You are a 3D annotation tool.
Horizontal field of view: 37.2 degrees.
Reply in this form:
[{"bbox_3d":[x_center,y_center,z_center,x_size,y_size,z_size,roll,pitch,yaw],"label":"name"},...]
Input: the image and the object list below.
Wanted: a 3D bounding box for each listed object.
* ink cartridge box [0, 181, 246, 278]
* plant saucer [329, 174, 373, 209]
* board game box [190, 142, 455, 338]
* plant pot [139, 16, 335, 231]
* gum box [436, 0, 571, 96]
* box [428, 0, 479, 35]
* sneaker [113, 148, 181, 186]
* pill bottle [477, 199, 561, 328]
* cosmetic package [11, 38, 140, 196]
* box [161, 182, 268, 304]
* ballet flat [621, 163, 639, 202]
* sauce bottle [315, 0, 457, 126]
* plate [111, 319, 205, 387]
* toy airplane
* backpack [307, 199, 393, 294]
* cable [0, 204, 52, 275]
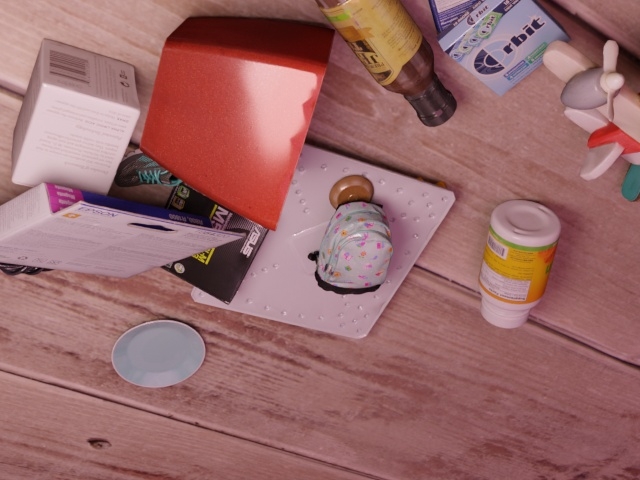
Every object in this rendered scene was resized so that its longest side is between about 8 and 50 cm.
[{"bbox_3d":[-0.347,-0.019,1.540,0.330,0.071,0.324,-19,159,38],"label":"ink cartridge box"},{"bbox_3d":[0.058,-0.080,1.724,0.083,0.015,0.083,-7,129,-9],"label":"plant saucer"},{"bbox_3d":[0.000,0.000,1.815,0.390,0.050,0.390,15,123,-25],"label":"board game box"},{"bbox_3d":[-0.132,-0.209,1.470,0.236,0.267,0.267,16,114,-4],"label":"plant pot"},{"bbox_3d":[0.310,-0.340,1.599,0.157,0.041,0.184,-38,140,23],"label":"gum box"},{"bbox_3d":[0.228,-0.444,1.530,0.136,0.036,0.225,-22,132,3],"label":"box"},{"bbox_3d":[-0.275,-0.121,1.628,0.166,0.076,0.065,-17,129,-1],"label":"sneaker"},{"bbox_3d":[0.390,0.054,1.905,0.136,0.136,0.245,-5,129,-11],"label":"pill bottle"},{"bbox_3d":[-0.388,-0.186,1.498,0.151,0.151,0.183,13,124,-25],"label":"cosmetic package"},{"bbox_3d":[-0.203,-0.003,1.713,0.184,0.045,0.190,31,120,1],"label":"box"},{"bbox_3d":[0.648,-0.169,1.855,0.067,0.073,0.206,-18,139,-37],"label":"ballet flat"},{"bbox_3d":[0.114,-0.319,1.551,0.111,0.111,0.344,-35,126,13],"label":"sauce bottle"},{"bbox_3d":[-0.327,0.225,1.924,0.188,0.024,0.188,-7,129,-9],"label":"plate"},{"bbox_3d":[0.578,-0.187,1.620,0.386,0.272,0.384,5,144,20],"label":"toy airplane"},{"bbox_3d":[0.070,0.015,1.731,0.152,0.115,0.182,-4,137,-17],"label":"backpack"},{"bbox_3d":[-0.508,0.004,1.685,0.185,0.047,0.150,1,127,-16],"label":"cable"}]
